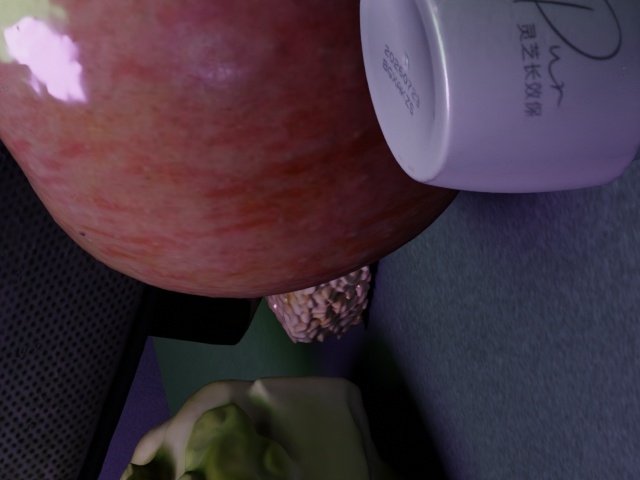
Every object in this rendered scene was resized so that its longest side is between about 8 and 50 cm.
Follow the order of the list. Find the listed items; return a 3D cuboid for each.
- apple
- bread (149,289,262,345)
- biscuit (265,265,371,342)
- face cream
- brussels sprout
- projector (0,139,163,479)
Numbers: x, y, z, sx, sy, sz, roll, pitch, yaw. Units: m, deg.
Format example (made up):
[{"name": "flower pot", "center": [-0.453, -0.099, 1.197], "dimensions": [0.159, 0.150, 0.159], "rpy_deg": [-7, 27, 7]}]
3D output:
[{"name": "apple", "center": [-0.061, -0.125, 0.704], "dimensions": [0.345, 0.270, 0.344], "rpy_deg": [167, 90, -77]}, {"name": "bread", "center": [-0.137, -0.020, 1.263], "dimensions": [0.142, 0.224, 0.211], "rpy_deg": [110, 167, -54]}, {"name": "biscuit", "center": [0.000, 0.000, 1.005], "dimensions": [0.082, 0.070, 0.168], "rpy_deg": [60, 157, 32]}, {"name": "face cream", "center": [0.077, -0.074, 0.522], "dimensions": [0.117, 0.104, 0.117], "rpy_deg": [168, 90, -75]}, {"name": "brussels sprout", "center": [-0.029, 0.264, 0.992], "dimensions": [0.328, 0.247, 0.327], "rpy_deg": [-179, 90, -66]}, {"name": "projector", "center": [-0.333, 0.030, 1.121], "dimensions": [0.395, 0.242, 0.405], "rpy_deg": [24, 98, 39]}]
